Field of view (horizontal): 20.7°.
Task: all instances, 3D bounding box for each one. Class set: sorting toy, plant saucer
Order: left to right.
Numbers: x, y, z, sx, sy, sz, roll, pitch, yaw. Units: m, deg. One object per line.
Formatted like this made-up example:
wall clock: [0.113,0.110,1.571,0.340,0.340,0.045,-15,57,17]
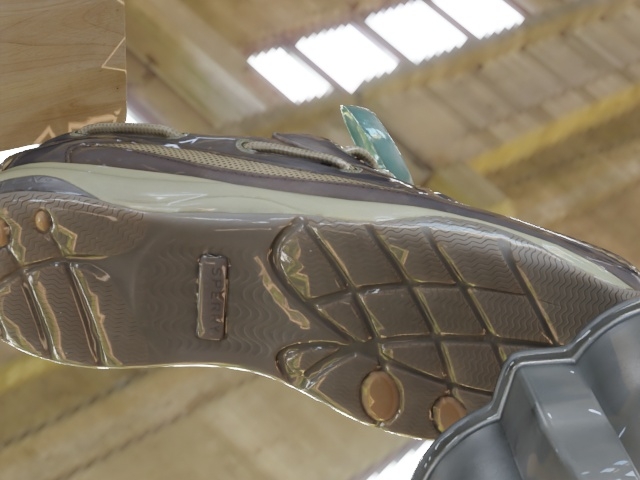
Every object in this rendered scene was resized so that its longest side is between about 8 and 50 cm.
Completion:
sorting toy: [-0.200,-0.132,1.152,0.274,0.046,0.132,-18,-66,-45]
plant saucer: [0.056,-0.075,1.581,0.021,0.119,0.119,-29,-25,-5]

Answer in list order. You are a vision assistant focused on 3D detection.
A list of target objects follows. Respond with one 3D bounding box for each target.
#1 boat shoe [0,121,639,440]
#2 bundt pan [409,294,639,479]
boat shoe: [0.000,0.000,0.882,0.130,0.355,0.132,-77,-1,-53]
bundt pan: [0.182,0.189,0.727,0.331,0.331,0.124,-52,4,10]
